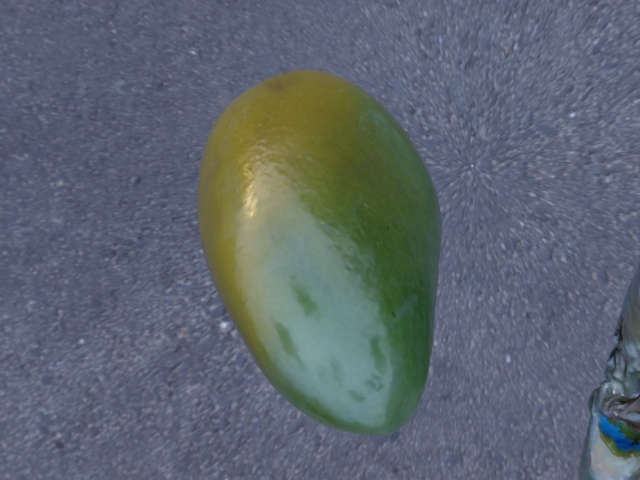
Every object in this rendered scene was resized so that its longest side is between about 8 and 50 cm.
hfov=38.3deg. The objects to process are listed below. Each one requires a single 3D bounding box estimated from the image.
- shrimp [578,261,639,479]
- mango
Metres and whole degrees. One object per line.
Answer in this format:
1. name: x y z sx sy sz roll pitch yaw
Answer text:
1. shrimp: 0.285 0.093 0.677 0.110 0.445 0.221 1 56 1
2. mango: 0.000 0.000 0.540 0.156 0.251 0.114 33 129 -29
